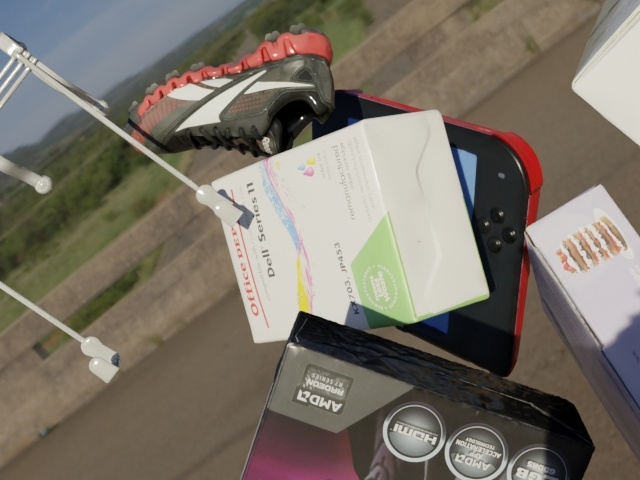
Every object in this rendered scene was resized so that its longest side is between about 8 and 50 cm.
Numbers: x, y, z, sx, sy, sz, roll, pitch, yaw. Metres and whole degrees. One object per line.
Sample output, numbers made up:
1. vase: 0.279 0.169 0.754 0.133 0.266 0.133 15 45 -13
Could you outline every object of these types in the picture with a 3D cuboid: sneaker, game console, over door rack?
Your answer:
1. sneaker: -0.104 -0.149 1.127 0.276 0.135 0.097 -20 -20 8
2. game console: 0.129 -0.021 1.336 0.060 0.342 0.386 -17 30 -41
3. over door rack: -0.283 -0.035 1.042 0.240 0.324 0.108 -53 2 2

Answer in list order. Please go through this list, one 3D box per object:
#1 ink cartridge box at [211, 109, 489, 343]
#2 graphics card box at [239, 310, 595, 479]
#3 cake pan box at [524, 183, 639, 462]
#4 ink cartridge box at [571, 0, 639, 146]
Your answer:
1. ink cartridge box: 0.000 0.000 1.061 0.119 0.207 0.353 -15 0 -38
2. graphics card box: 0.031 0.264 0.727 0.094 0.232 0.371 -65 -6 -78
3. cake pan box: 0.247 0.115 0.681 0.070 0.267 0.246 -32 -24 7
4. ink cartridge box: 0.299 -0.138 0.714 0.100 0.172 0.237 -50 2 37
